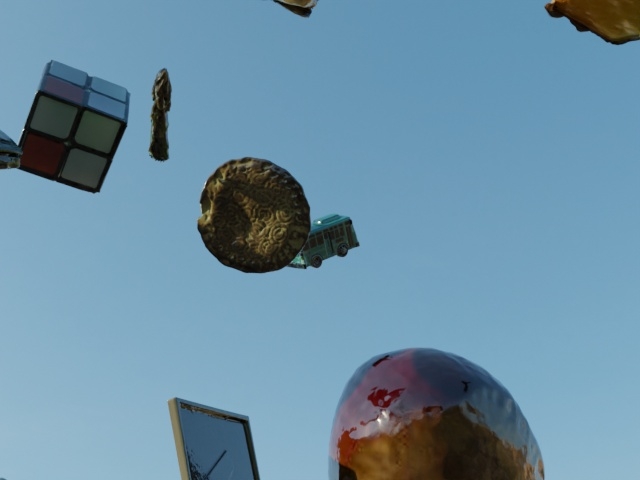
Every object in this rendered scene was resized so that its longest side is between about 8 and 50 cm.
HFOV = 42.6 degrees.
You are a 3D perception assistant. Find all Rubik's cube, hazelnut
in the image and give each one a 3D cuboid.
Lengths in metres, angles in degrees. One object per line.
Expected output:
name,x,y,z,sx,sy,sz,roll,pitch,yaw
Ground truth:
Rubik's cube,-0.492,-0.225,1.632,0.180,0.167,0.183,21,-64,-22
hazelnut,0.183,0.380,1.387,0.353,0.421,0.421,-29,-38,1

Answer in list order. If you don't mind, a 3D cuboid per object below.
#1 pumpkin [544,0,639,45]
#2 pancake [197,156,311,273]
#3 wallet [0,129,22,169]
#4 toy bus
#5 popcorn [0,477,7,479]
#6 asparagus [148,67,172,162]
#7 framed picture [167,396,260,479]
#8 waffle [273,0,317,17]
pumpkin,0.235,-0.339,0.821,0.312,0.148,0.169,22,-14,-10
pancake,-0.111,-0.040,1.350,0.199,0.199,0.021,-9,0,6
wallet,-0.633,-0.171,1.351,0.236,0.160,0.055,0,-62,-48
toy bus,0.000,0.000,1.767,0.160,0.092,0.079,-21,15,-34
popcorn,-0.350,0.408,0.899,0.312,0.312,0.312,-3,-35,-2
asparagus,-0.251,-0.197,1.293,0.030,0.036,0.165,-27,-37,-41
framed picture,-0.161,0.365,1.339,0.018,0.192,0.265,-21,-24,14
waffle,-0.043,-0.389,0.806,0.213,0.308,0.091,24,-21,-2
